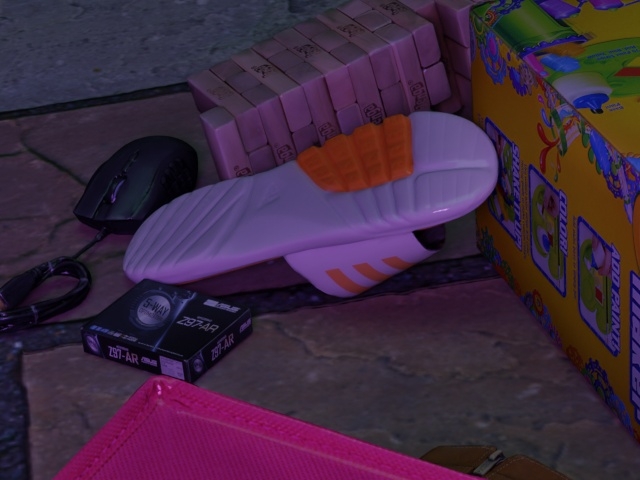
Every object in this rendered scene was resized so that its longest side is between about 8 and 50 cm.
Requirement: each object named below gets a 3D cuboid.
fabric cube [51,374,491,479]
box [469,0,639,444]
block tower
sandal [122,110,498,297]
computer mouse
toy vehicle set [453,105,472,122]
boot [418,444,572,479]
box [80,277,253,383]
[{"bbox_3d":[0.003,0.240,0.577,0.259,0.258,0.254,16,37,23],"label":"fabric cube"},{"bbox_3d":[0.272,-0.038,1.131,0.290,0.177,0.279,-12,30,-13],"label":"box"},{"bbox_3d":[0.069,-0.126,1.342,0.335,0.091,0.097,-27,31,-14],"label":"block tower"},{"bbox_3d":[0.001,-0.007,1.228,0.265,0.076,0.102,-14,40,27],"label":"sandal"},{"bbox_3d":[-0.154,-0.012,1.288,0.071,0.041,0.242,10,33,22],"label":"computer mouse"},{"bbox_3d":[0.238,-0.094,1.376,0.267,0.035,0.166,-11,30,-10],"label":"toy vehicle set"},{"bbox_3d":[0.023,0.144,0.962,0.197,0.073,0.152,22,39,19],"label":"boot"},{"bbox_3d":[-0.094,0.055,1.183,0.083,0.018,0.067,15,36,31],"label":"box"}]
